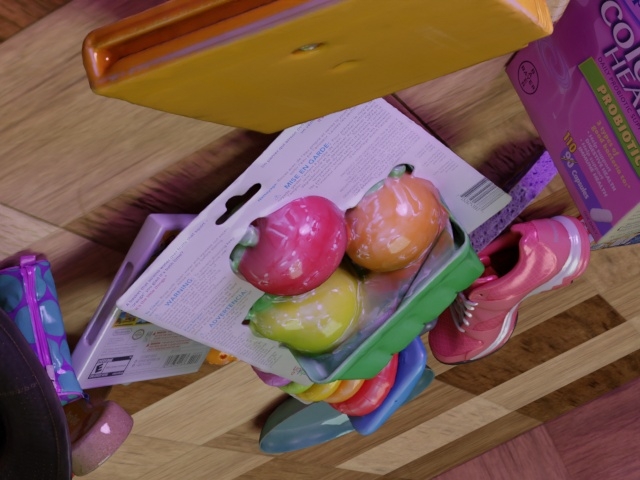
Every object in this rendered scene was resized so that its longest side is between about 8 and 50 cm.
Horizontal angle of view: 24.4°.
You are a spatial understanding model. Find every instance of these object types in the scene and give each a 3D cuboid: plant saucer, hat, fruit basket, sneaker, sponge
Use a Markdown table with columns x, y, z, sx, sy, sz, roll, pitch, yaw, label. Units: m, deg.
| x | y | z | sx | sy | sz | roll | pitch | yaw | label |
| --- | --- | --- | --- | --- | --- | --- | --- | --- | --- |
| 0.038 | 0.269 | 2.463 | 0.318 | 0.043 | 0.317 | -22 | 161 | -8 | plant saucer |
| -0.367 | 0.131 | 1.392 | 0.331 | 0.331 | 0.134 | -33 | -162 | 24 | hat |
| 0.000 | 0.000 | 1.548 | 0.327 | 0.165 | 0.353 | -45 | 137 | 13 | fruit basket |
| 0.231 | 0.062 | 2.084 | 0.136 | 0.116 | 0.314 | 8 | 138 | -39 | sneaker |
| 0.220 | -0.038 | 1.804 | 0.117 | 0.031 | 0.210 | -48 | 179 | -41 | sponge |

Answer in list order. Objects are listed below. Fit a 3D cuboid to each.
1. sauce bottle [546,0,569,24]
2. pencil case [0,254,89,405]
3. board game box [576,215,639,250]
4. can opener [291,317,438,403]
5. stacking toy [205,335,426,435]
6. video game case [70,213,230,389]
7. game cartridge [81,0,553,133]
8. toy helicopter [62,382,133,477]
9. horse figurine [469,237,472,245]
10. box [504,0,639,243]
| x | y | z | sx | sy | sz | roll | pitch | yaw | label |
| --- | --- | --- | --- | --- | --- | --- | --- | --- | --- |
| 0.214 | -0.244 | 1.311 | 0.042 | 0.042 | 0.128 | -15 | 150 | -24 | sauce bottle |
| -0.280 | 0.096 | 1.462 | 0.064 | 0.151 | 0.070 | -12 | 165 | -22 | pencil case |
| 0.463 | -0.052 | 2.106 | 0.147 | 0.045 | 0.193 | -8 | 155 | -38 | board game box |
| 0.051 | 0.150 | 2.151 | 0.280 | 0.074 | 0.093 | -34 | -167 | 32 | can opener |
| -0.031 | 0.143 | 1.920 | 0.302 | 0.165 | 0.175 | 7 | 130 | -38 | stacking toy |
| -0.153 | 0.061 | 1.558 | 0.227 | 0.026 | 0.206 | -1 | 126 | -60 | video game case |
| 0.014 | -0.159 | 1.157 | 0.285 | 0.052 | 0.324 | -17 | 174 | 19 | game cartridge |
| -0.265 | 0.191 | 1.654 | 0.235 | 0.140 | 0.355 | -44 | -166 | -15 | toy helicopter |
| 0.104 | 0.019 | 1.778 | 0.263 | 0.066 | 0.174 | -43 | -166 | 20 | horse figurine |
| 0.314 | -0.151 | 1.409 | 0.117 | 0.213 | 0.243 | -14 | 159 | -27 | box |
